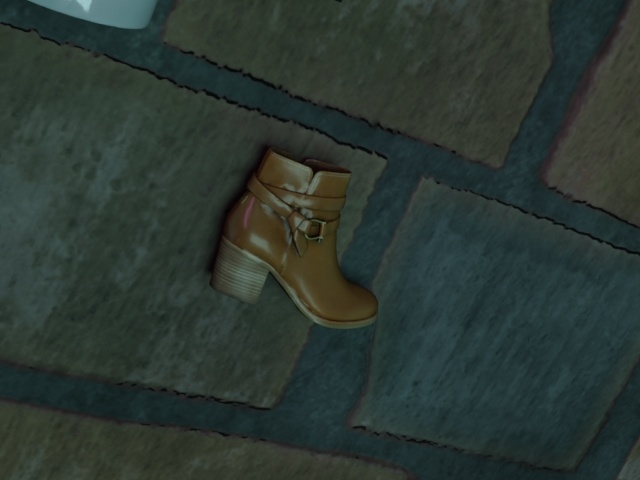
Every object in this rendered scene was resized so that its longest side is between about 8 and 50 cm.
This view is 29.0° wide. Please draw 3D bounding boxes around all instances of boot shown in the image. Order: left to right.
[{"bbox_3d":[0.000,0.000,1.214,0.197,0.073,0.152,16,104,-33],"label":"boot"}]

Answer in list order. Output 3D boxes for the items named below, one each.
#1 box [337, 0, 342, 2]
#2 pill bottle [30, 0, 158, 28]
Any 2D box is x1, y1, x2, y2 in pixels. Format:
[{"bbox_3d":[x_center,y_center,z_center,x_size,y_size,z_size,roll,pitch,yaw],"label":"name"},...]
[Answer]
[{"bbox_3d":[-0.008,-0.252,1.072,0.052,0.083,0.062,12,109,-31],"label":"box"},{"bbox_3d":[-0.150,-0.315,0.928,0.160,0.160,0.283,12,109,-29],"label":"pill bottle"}]
